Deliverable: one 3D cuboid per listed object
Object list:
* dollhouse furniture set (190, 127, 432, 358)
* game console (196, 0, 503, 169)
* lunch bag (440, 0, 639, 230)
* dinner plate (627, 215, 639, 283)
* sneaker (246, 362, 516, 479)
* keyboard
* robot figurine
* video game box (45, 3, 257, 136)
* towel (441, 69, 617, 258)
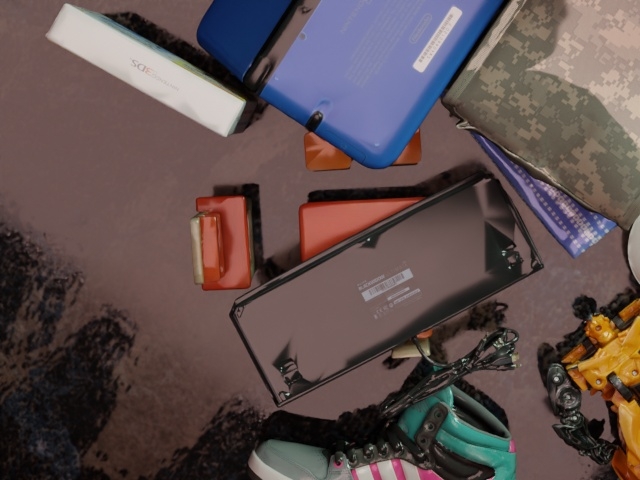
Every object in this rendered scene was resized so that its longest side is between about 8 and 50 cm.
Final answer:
[{"bbox_3d":[0.000,0.000,1.653,0.259,0.135,0.262,-3,97,4],"label":"dollhouse furniture set"},{"bbox_3d":[0.041,-0.260,1.607,0.250,0.173,0.293,33,98,-4],"label":"game console"},{"bbox_3d":[0.287,-0.182,1.569,0.235,0.169,0.287,35,94,1],"label":"lunch bag"},{"bbox_3d":[0.401,0.006,1.675,0.141,0.017,0.141,-1,111,-2],"label":"dinner plate"},{"bbox_3d":[0.081,0.214,1.678,0.295,0.124,0.178,14,103,-6],"label":"sneaker"},{"bbox_3d":[0.085,0.080,1.614,0.317,0.033,0.202,-27,93,-4],"label":"keyboard"},{"bbox_3d":[0.377,0.190,1.681,0.211,0.085,0.291,-39,94,7],"label":"robot figurine"},{"bbox_3d":[-0.169,-0.175,1.616,0.205,0.187,0.048,29,98,-1],"label":"video game box"},{"bbox_3d":[0.328,-0.171,1.662,0.336,0.040,0.243,-38,93,7],"label":"towel"}]
